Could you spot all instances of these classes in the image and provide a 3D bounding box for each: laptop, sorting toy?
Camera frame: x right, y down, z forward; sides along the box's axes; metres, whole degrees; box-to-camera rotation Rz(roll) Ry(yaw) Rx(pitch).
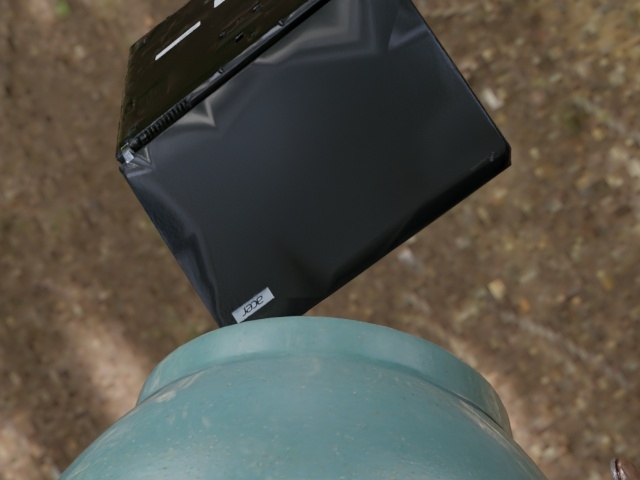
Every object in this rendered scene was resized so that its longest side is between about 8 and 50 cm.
[{"bbox_3d":[-0.012,-0.097,1.270,0.136,0.234,0.264,45,-160,-25],"label":"laptop"},{"bbox_3d":[0.000,0.000,1.250,0.083,0.075,0.044,47,-148,-74],"label":"sorting toy"}]

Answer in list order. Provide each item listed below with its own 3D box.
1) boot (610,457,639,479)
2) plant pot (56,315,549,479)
[{"bbox_3d":[0.257,0.158,1.182,0.114,0.037,0.106,-36,91,24],"label":"boot"},{"bbox_3d":[-0.004,0.158,0.797,0.293,0.293,0.196,95,-179,-52],"label":"plant pot"}]
